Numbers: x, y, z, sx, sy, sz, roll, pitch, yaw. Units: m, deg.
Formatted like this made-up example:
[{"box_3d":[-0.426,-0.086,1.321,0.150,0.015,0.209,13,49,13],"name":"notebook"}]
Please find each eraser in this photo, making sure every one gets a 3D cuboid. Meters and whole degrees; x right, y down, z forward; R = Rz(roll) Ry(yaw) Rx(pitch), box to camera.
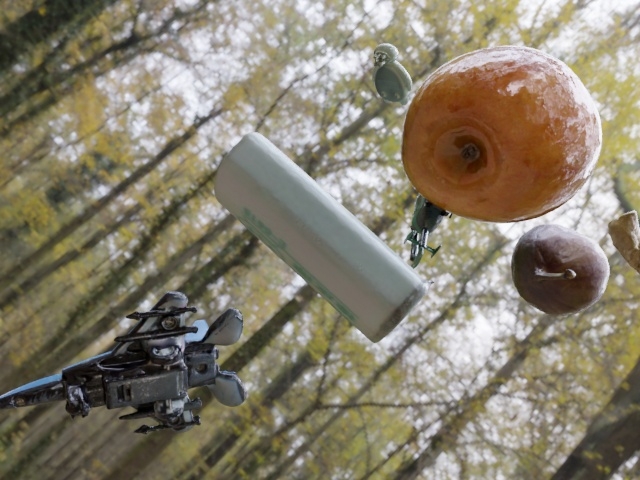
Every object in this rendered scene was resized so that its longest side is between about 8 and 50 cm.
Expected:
[{"box_3d":[0.000,0.000,1.095,0.290,0.104,0.189,42,-7,7],"name":"eraser"}]

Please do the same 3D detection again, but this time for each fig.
[{"box_3d":[0.466,0.068,1.748,0.204,0.250,0.186,45,-55,26],"name":"fig"}]

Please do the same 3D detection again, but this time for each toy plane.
[{"box_3d":[0.185,-0.034,1.513,0.060,0.235,0.096,32,-52,-12],"name":"toy plane"},{"box_3d":[-0.193,0.136,0.830,0.078,0.246,0.169,38,-47,50],"name":"toy plane"}]

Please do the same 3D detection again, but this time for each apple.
[{"box_3d":[0.282,-0.163,1.372,0.299,0.275,0.299,19,-60,39],"name":"apple"}]

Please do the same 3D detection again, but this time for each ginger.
[{"box_3d":[0.492,0.028,1.030,0.288,0.089,0.075,16,-55,23],"name":"ginger"}]

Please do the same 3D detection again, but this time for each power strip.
[{"box_3d":[0.081,-0.196,1.027,0.055,0.035,0.083,16,-40,33],"name":"power strip"}]
